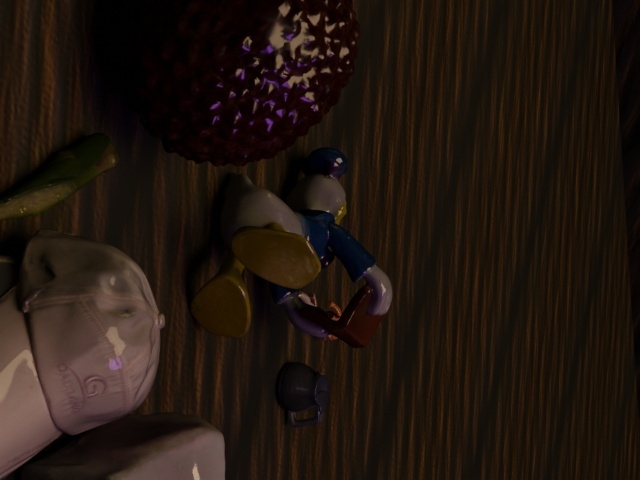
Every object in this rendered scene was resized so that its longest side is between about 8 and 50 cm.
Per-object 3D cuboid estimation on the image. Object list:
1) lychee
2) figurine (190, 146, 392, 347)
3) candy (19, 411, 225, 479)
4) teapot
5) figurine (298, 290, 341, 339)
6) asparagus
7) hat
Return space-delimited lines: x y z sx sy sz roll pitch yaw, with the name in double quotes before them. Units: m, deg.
"lychee" -0.087 -0.223 1.657 0.300 0.264 0.264 -64 151 0
"figurine" 0.000 0.000 1.936 0.283 0.204 0.338 47 36 -23
"candy" -0.210 0.376 1.632 0.208 0.145 0.358 -12 105 -60
"teapot" -0.020 0.209 2.060 0.066 0.057 0.088 -9 102 -61
"figurine" -0.001 0.102 2.098 0.109 0.047 0.064 44 32 -49
"asparagus" -0.268 -0.060 1.560 0.178 0.041 0.045 -44 124 -51
"hat" -0.260 0.116 1.486 0.275 0.161 0.232 -45 128 -47
